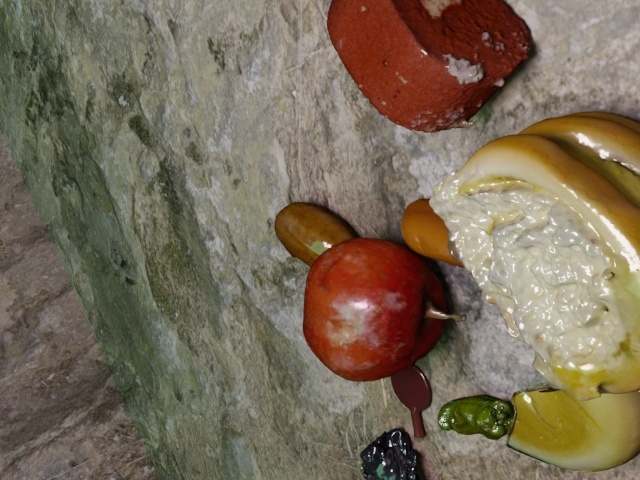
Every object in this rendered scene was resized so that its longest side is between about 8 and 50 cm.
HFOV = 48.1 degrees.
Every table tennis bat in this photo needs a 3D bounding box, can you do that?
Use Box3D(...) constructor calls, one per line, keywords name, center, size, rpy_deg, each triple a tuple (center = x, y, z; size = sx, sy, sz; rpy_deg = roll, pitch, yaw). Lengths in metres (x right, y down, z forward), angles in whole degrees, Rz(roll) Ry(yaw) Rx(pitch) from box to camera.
Box3D(name="table tennis bat", center=(0.171, 0.296, 1.334), size=(0.098, 0.019, 0.154), rpy_deg=(3, 109, 50))

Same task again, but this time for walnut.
Box3D(name="walnut", center=(0.000, 0.000, 1.316), size=(0.207, 0.116, 0.116), rpy_deg=(31, 132, 29))

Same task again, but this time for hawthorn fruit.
Box3D(name="hawthorn fruit", center=(0.111, 0.109, 1.144), size=(0.272, 0.242, 0.242), rpy_deg=(-6, 104, 41))

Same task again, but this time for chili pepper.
Box3D(name="chili pepper", center=(0.270, 0.290, 1.163), size=(0.072, 0.073, 0.204), rpy_deg=(49, 156, -7))

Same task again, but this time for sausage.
Box3D(name="sausage", center=(0.214, -0.006, 1.052), size=(0.238, 0.098, 0.098), rpy_deg=(14, 120, 49))

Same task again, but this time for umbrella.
Box3D(name="umbrella", center=(0.184, 0.491, 1.357), size=(0.122, 0.110, 0.272), rpy_deg=(-45, 71, 15))

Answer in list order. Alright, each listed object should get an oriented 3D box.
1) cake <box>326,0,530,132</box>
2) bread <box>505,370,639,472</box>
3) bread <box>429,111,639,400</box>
Box3D(name="cake", center=(0.128, -0.277, 0.934), size=(0.283, 0.177, 0.151), rpy_deg=(58, 143, 13))
Box3D(name="bread", center=(0.359, 0.218, 0.957), size=(0.156, 0.158, 0.261), rpy_deg=(55, 143, -2))
Box3D(name="bread", center=(0.311, -0.009, 0.780), size=(0.315, 0.270, 0.211), rpy_deg=(60, 159, 21))
